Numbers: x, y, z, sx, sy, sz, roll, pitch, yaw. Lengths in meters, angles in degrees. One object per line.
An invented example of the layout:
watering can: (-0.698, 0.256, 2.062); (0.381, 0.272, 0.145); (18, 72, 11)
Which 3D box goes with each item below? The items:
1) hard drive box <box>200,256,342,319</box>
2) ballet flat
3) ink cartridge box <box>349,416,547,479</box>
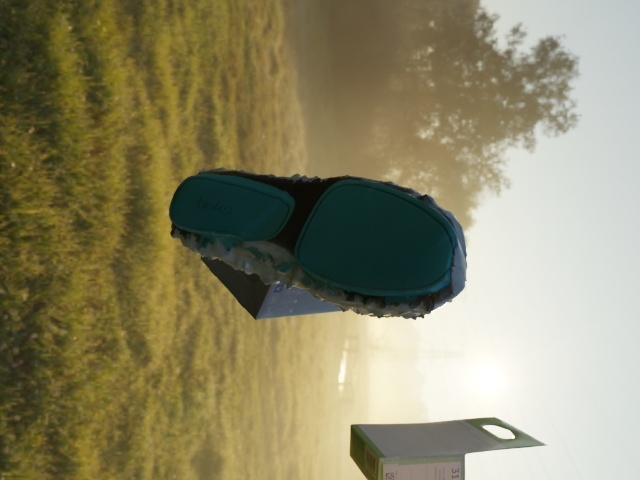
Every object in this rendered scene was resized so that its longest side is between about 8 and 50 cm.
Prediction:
hard drive box: (-0.058, 0.044, 1.206); (0.181, 0.232, 0.089); (42, -61, 37)
ballet flat: (0.000, 0.000, 0.775); (0.147, 0.409, 0.147); (-21, 118, -45)
ink cartridge box: (0.172, 0.298, 0.980); (0.171, 0.235, 0.056); (176, -85, -80)
